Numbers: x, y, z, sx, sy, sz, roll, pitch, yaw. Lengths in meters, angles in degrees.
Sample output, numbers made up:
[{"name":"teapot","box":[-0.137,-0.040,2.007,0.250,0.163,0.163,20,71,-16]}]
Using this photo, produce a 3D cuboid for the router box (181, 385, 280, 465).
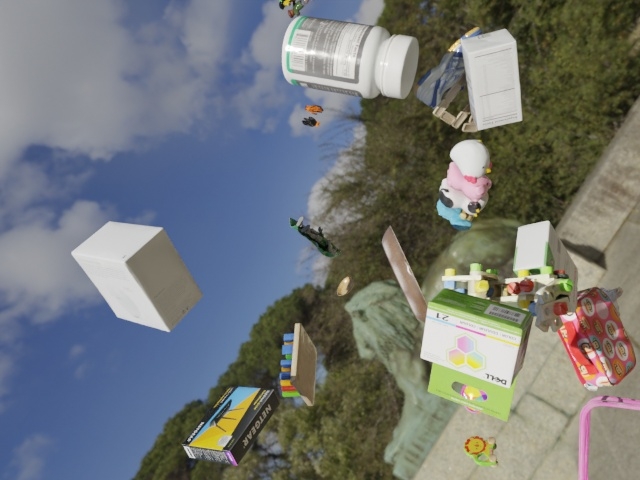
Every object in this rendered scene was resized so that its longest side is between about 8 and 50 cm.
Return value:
[{"name":"router box","box":[-0.187,0.388,1.227,0.179,0.133,0.046,-49,-54,-50]}]

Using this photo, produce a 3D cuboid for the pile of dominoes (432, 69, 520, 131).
[{"name":"pile of dominoes","box":[0.497,-0.473,1.854,0.251,0.196,0.040,-52,35,21]}]

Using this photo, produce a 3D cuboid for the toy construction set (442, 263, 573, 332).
[{"name":"toy construction set","box":[0.480,0.125,1.414,0.328,0.215,0.151,11,90,58]}]

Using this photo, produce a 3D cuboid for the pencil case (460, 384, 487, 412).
[{"name":"pencil case","box":[0.493,0.470,1.772,0.104,0.104,0.236,-60,-24,4]}]

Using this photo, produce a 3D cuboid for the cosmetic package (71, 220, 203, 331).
[{"name":"cosmetic package","box":[-0.449,0.083,1.427,0.138,0.224,0.224,-51,-47,-35]}]

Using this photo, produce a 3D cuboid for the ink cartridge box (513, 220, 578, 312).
[{"name":"ink cartridge box","box":[0.624,0.080,1.590,0.092,0.219,0.160,-13,42,39]}]

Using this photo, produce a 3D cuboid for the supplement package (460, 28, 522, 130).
[{"name":"supplement package","box":[0.508,-0.475,1.717,0.134,0.139,0.244,-86,-18,-55]}]

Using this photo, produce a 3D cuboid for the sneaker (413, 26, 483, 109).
[{"name":"sneaker","box":[0.456,-0.573,1.950,0.296,0.131,0.112,-47,-3,16]}]

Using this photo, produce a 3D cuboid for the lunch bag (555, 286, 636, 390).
[{"name":"lunch bag","box":[0.854,0.311,1.818,0.258,0.293,0.120,-19,-7,-41]}]

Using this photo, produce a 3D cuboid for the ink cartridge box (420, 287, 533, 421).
[{"name":"ink cartridge box","box":[0.305,0.249,1.172,0.097,0.189,0.255,-25,-55,-56]}]

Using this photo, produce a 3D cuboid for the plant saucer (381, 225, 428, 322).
[{"name":"plant saucer","box":[0.246,0.106,1.656,0.050,0.310,0.310,-24,-8,7]}]

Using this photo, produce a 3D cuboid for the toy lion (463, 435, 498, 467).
[{"name":"toy lion","box":[0.475,0.625,1.716,0.100,0.096,0.034,-72,-33,-56]}]

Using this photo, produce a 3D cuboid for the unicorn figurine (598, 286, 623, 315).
[{"name":"unicorn figurine","box":[1.016,0.208,2.033,0.111,0.162,0.060,-2,40,48]}]

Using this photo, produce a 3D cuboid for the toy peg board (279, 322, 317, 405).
[{"name":"toy peg board","box":[-0.071,0.324,1.496,0.160,0.079,0.161,65,-158,-50]}]

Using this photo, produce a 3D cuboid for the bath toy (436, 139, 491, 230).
[{"name":"bath toy","box":[0.442,-0.159,1.736,0.348,0.151,0.129,82,-173,-63]}]

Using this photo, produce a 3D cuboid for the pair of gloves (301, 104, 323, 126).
[{"name":"pair of gloves","box":[-0.029,-0.454,2.103,0.074,0.010,0.083,3,-58,-27]}]

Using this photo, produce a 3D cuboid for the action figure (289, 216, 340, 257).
[{"name":"action figure","box":[0.000,0.000,1.977,0.063,0.137,0.232,-43,-42,8]}]

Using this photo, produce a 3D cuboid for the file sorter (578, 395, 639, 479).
[{"name":"file sorter","box":[0.545,0.374,0.988,0.291,0.182,0.202,25,-112,-61]}]

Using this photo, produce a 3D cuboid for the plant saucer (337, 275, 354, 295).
[{"name":"plant saucer","box":[0.094,0.165,2.060,0.083,0.015,0.083,-41,25,24]}]

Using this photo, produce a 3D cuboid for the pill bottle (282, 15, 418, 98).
[{"name":"pill bottle","box":[0.087,-0.527,1.681,0.204,0.361,0.204,16,-90,-72]}]

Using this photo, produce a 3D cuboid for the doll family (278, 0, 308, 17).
[{"name":"doll family","box":[-0.092,-0.779,1.825,0.111,0.076,0.193,-33,40,25]}]
